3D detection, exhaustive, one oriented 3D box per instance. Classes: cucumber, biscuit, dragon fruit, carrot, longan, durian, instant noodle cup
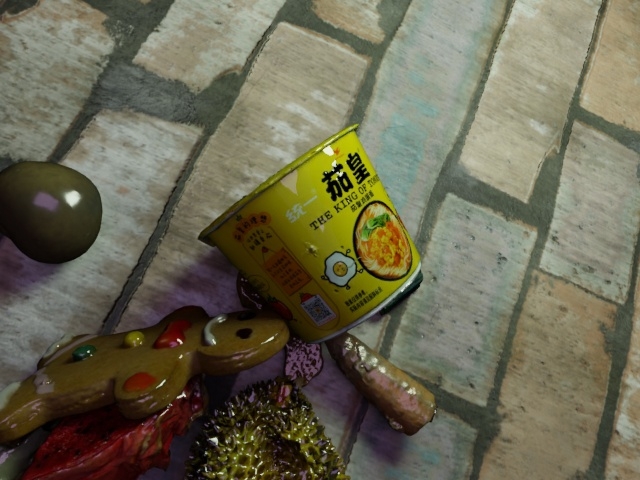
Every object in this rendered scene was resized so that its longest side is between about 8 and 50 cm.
[{"bbox_3d":[0.141,0.072,1.026,0.115,0.062,0.116,-33,85,-22],"label":"cucumber"},{"bbox_3d":[-0.261,0.166,0.773,0.431,0.283,0.064,-13,107,6],"label":"biscuit"},{"bbox_3d":[-0.262,0.287,0.763,0.205,0.317,0.152,-16,107,7],"label":"dragon fruit"},{"bbox_3d":[0.097,0.246,0.942,0.263,0.102,0.102,42,71,-2],"label":"carrot"},{"bbox_3d":[-0.060,0.119,0.976,0.183,0.047,0.320,-14,77,-13],"label":"biscuit"},{"bbox_3d":[-0.471,-0.053,0.877,0.189,0.189,0.189,3,74,-11],"label":"longan"},{"bbox_3d":[-0.085,0.370,0.810,0.258,0.258,0.293,-18,67,-16],"label":"durian"},{"bbox_3d":[0.000,0.000,0.853,0.325,0.325,0.254,-37,96,-19],"label":"instant noodle cup"}]

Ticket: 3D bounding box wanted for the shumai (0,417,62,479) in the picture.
[{"bbox_3d":[-0.446,0.368,0.750,0.255,0.189,0.218,-6,77,-19],"label":"shumai"}]
